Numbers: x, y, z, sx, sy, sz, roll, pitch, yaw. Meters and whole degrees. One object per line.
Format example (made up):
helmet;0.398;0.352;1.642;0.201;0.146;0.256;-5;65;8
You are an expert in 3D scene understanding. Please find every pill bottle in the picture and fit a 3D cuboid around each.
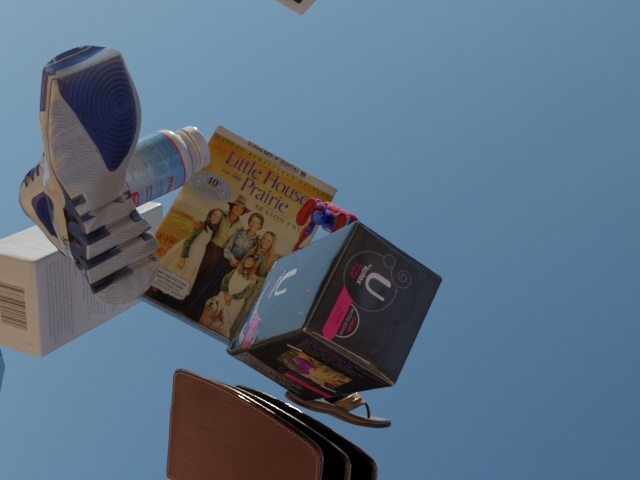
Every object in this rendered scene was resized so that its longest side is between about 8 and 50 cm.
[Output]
pill bottle;-0.239;-0.104;1.391;0.087;0.160;0.087;34;-41;36

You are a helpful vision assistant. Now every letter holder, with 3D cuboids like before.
letter holder;-0.074;0.305;1.476;0.302;0.152;0.214;22;-63;36

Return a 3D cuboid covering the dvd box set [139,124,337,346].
dvd box set;-0.185;-0.003;2.113;0.308;0.420;0.062;29;-20;-4

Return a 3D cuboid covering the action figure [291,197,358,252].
action figure;0.000;0.000;1.647;0.091;0.280;0.139;28;-84;6

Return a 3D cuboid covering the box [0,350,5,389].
box;-0.609;0.192;1.439;0.184;0.261;0.103;128;-31;-68

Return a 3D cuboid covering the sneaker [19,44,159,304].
sneaker;-0.310;-0.084;1.211;0.182;0.127;0.315;25;-51;40

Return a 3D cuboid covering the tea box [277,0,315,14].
tea box;-0.115;-0.568;1.458;0.220;0.329;0.323;-44;-137;29

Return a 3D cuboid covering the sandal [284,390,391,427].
sandal;0.038;0.306;1.841;0.090;0.219;0.060;168;-58;-75

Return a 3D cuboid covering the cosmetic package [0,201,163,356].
cosmetic package;-0.554;0.067;2.258;0.162;0.453;0.230;12;-68;25

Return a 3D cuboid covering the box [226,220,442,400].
box;0.010;0.102;1.302;0.143;0.165;0.270;34;-25;-15
